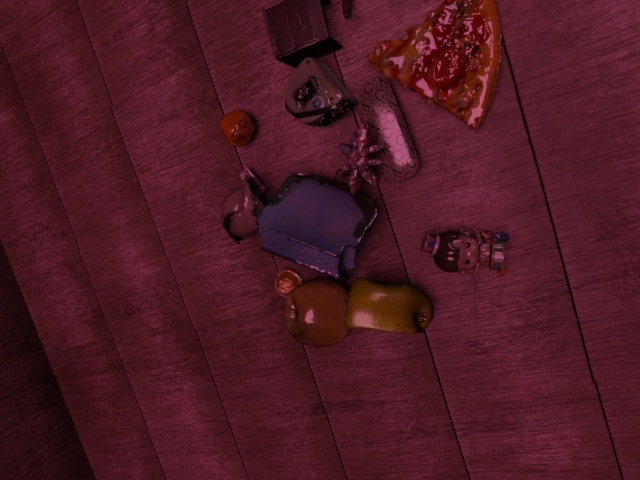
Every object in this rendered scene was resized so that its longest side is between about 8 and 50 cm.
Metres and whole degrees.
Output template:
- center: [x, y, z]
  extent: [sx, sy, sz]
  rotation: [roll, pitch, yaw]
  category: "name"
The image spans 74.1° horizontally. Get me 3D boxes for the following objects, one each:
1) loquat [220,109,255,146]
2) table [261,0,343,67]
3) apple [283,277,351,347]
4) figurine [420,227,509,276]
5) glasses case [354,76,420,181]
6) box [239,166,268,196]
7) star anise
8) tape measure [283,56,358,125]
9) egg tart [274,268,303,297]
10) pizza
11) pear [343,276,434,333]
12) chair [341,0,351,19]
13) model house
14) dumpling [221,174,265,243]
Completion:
- center: [-0.310, -0.428, 1.604]
  extent: [0.137, 0.113, 0.137]
  rotation: [-7, 74, 24]
  category: "loquat"
- center: [-0.057, -0.706, 1.414]
  extent: [0.193, 0.172, 0.168]
  rotation: [-12, 97, 22]
  category: "table"
- center: [-0.004, 0.270, 1.558]
  extent: [0.263, 0.262, 0.262]
  rotation: [4, 103, 19]
  category: "apple"
- center: [0.470, 0.038, 1.392]
  extent: [0.276, 0.158, 0.160]
  rotation: [0, 92, 19]
  category: "figurine"
- center: [0.227, -0.372, 1.430]
  extent: [0.137, 0.085, 0.354]
  rotation: [-20, 93, 24]
  category: "glasses case"
- center: [-0.260, -0.230, 1.662]
  extent: [0.051, 0.036, 0.117]
  rotation: [-39, 86, 22]
  category: "box"
- center: [0.132, -0.273, 1.409]
  extent: [0.229, 0.093, 0.236]
  rotation: [38, 120, 40]
  category: "star anise"
- center: [-0.018, -0.486, 1.462]
  extent: [0.207, 0.115, 0.235]
  rotation: [-42, 77, 28]
  category: "tape measure"
- center: [-0.130, 0.177, 1.696]
  extent: [0.129, 0.049, 0.128]
  rotation: [5, 105, 18]
  category: "egg tart"
- center: [0.346, -0.561, 1.320]
  extent: [0.407, 0.130, 0.439]
  rotation: [0, 101, 13]
  category: "pizza"
- center: [0.246, 0.226, 1.466]
  extent: [0.282, 0.286, 0.176]
  rotation: [5, 84, 19]
  category: "pear"
- center: [0.101, -0.898, 1.351]
  extent: [0.176, 0.183, 0.326]
  rotation: [-20, 50, 23]
  category: "chair"
- center: [0.000, 0.000, 1.520]
  extent: [0.361, 0.297, 0.338]
  rotation: [19, 144, 14]
  category: "model house"
- center: [-0.309, -0.117, 1.594]
  extent: [0.204, 0.164, 0.293]
  rotation: [58, 154, 15]
  category: "dumpling"
